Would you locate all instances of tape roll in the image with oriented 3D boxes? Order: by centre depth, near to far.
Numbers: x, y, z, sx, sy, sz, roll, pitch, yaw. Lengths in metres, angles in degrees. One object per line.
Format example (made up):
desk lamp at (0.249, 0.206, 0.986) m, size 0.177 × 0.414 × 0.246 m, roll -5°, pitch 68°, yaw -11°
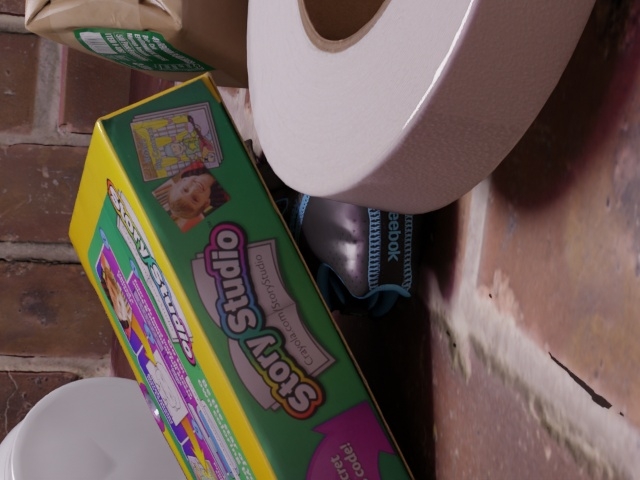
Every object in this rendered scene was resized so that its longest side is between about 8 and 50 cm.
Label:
tape roll at (0.058, -0.210, 1.006) m, size 0.392 × 0.072 × 0.392 m, roll -169°, pitch 90°, yaw -66°

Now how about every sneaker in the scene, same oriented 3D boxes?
sneaker at (0.000, 0.000, 1.295) m, size 0.341 × 0.125 × 0.140 m, roll 137°, pitch 128°, yaw -76°

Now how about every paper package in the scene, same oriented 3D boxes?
paper package at (-0.144, -0.324, 1.640) m, size 0.325 × 0.168 × 0.310 m, roll 13°, pitch -102°, yaw -73°

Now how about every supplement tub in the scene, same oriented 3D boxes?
supplement tub at (-0.240, 0.306, 1.695) m, size 0.325 × 0.235 × 0.235 m, roll 115°, pitch 155°, yaw -51°

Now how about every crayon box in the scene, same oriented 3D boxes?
crayon box at (-0.073, 0.090, 1.313) m, size 0.363 × 0.106 × 0.313 m, roll 63°, pitch 162°, yaw 8°

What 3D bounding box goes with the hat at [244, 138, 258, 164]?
hat at (-0.140, 0.048, 1.861) m, size 0.331 × 0.133 × 0.331 m, roll 179°, pitch 90°, yaw -75°
